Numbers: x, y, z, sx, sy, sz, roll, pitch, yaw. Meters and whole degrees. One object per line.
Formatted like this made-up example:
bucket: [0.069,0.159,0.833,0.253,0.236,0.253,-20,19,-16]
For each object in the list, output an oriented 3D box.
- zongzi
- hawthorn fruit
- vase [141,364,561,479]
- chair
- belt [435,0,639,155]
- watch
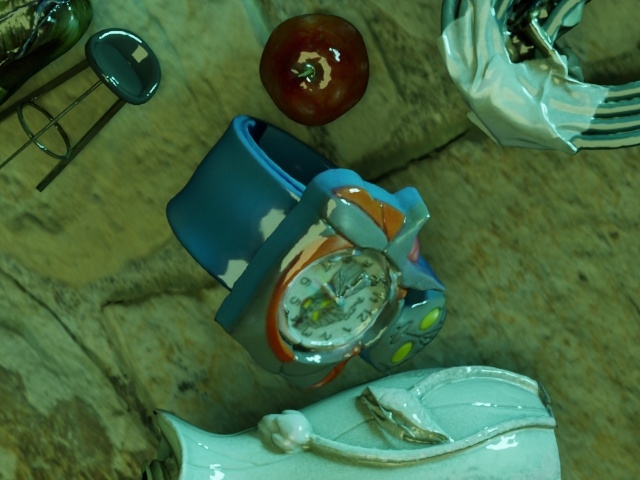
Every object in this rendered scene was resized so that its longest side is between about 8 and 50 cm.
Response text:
zongzi: [-0.392,-0.152,1.424,0.286,0.138,0.300,-4,93,6]
hawthorn fruit: [-0.001,-0.187,1.391,0.125,0.140,0.125,-2,95,-25]
vase: [0.030,0.259,1.387,0.446,0.250,0.250,-2,105,-14]
chair: [-0.286,-0.147,1.446,0.221,0.095,0.104,-37,102,13]
belt: [0.331,-0.257,1.292,0.437,0.173,0.300,-30,88,15]
watch: [0.000,0.000,1.384,0.305,0.274,0.241,27,107,-45]
